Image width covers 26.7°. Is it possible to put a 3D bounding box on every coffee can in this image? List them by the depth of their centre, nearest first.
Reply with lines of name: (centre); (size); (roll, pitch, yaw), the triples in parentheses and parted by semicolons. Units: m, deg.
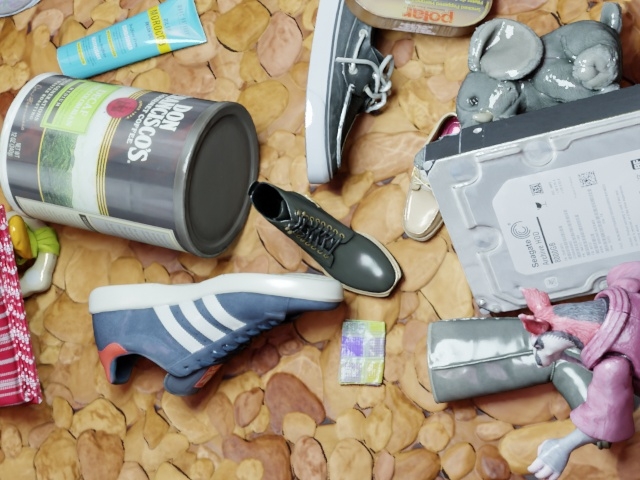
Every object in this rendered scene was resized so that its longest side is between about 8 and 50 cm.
coffee can: (-0.247, -0.100, 1.754); (0.275, 0.201, 0.201); (11, 84, 22)

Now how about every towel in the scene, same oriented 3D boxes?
towel: (0.052, 0.142, 1.702); (0.060, 0.009, 0.083); (3, 81, 21)
towel: (-0.457, 0.091, 1.813); (0.199, 0.031, 0.274); (-11, 90, 49)

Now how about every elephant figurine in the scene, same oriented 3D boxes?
elephant figurine: (0.237, -0.183, 1.609); (0.239, 0.186, 0.169); (-1, 106, 15)

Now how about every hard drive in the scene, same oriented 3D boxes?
hard drive: (0.311, -0.048, 1.533); (0.339, 0.237, 0.064); (-12, 34, 18)

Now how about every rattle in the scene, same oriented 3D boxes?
rattle: (-0.472, 0.014, 1.854); (0.200, 0.143, 0.130); (10, 98, 16)

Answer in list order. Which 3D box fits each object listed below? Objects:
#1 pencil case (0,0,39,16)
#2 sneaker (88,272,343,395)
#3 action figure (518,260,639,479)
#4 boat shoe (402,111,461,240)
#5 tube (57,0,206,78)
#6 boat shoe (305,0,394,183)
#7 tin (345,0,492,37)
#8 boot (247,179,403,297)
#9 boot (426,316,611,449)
pencil case: (-0.487, -0.458, 1.957); (0.124, 0.113, 0.273); (-15, 73, -6)
sneaker: (-0.130, 0.121, 1.720); (0.350, 0.131, 0.148); (-7, 85, 25)
action figure: (0.374, 0.139, 1.411); (0.370, 0.276, 0.248); (22, 66, -16)
boat shoe: (0.140, -0.084, 1.685); (0.063, 0.059, 0.170); (19, 87, 22)
tube: (-0.263, -0.278, 1.881); (0.207, 0.052, 0.080); (-19, 85, 10)
boat shoe: (0.042, -0.216, 1.723); (0.105, 0.113, 0.306); (6, 69, 5)
tin: (0.121, -0.310, 1.699); (0.190, 0.040, 0.106); (7, 60, -10)
boot: (0.000, 0.000, 1.679); (0.198, 0.137, 0.077); (32, 92, 22)
boot: (0.234, 0.168, 1.596); (0.209, 0.076, 0.189); (-10, 62, 11)
